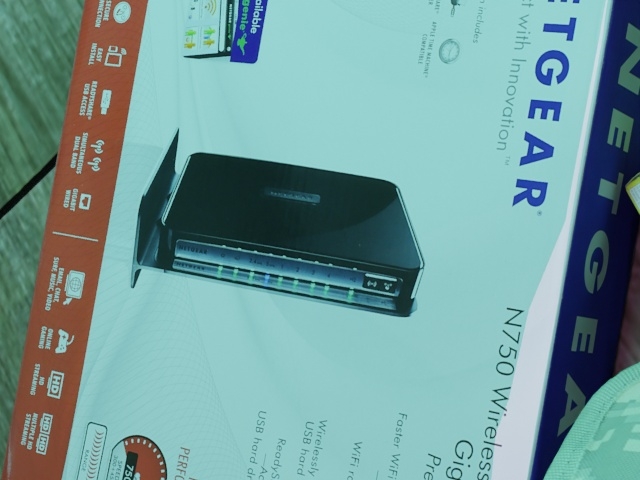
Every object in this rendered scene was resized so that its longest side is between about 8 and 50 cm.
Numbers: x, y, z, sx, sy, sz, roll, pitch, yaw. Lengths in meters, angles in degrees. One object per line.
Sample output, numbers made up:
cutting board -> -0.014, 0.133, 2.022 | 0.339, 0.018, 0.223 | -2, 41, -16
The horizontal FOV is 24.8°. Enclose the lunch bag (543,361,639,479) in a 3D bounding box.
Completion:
lunch bag -> 0.212, 0.118, 0.460 | 0.235, 0.287, 0.169 | -1, 84, 33

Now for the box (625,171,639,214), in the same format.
box -> 0.231, -0.028, 0.610 | 0.179, 0.043, 0.105 | -36, 66, 26

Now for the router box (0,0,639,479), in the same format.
router box -> 0.000, 0.000, 0.726 | 0.301, 0.082, 0.336 | 9, 88, 33
